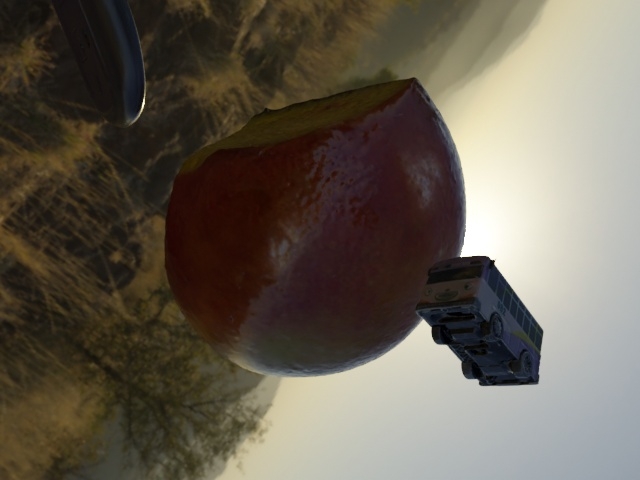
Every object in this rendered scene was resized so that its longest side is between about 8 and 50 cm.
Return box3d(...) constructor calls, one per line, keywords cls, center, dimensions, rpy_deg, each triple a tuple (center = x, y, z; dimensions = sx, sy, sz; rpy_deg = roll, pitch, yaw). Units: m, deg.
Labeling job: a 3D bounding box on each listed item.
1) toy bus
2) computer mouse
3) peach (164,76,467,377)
box3d(cls="toy bus", center=(0.114, 0.056, 0.509), dimensions=(0.052, 0.102, 0.058), rpy_deg=(-11, -135, 38))
box3d(cls="computer mouse", center=(-0.245, -0.240, 0.803), dimensions=(0.057, 0.232, 0.120), rpy_deg=(-24, -173, -31))
box3d(cls="peach", center=(0.000, 0.000, 0.826), dimensions=(0.242, 0.306, 0.381), rpy_deg=(-51, 154, -53))
